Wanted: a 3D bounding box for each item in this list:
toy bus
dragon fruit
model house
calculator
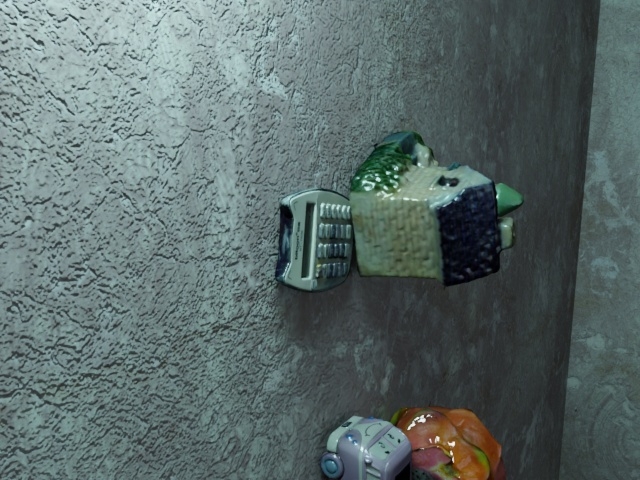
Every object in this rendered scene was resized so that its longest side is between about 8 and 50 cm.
[{"bbox_3d":[0.092,0.444,1.346,0.142,0.142,0.203,-18,109,-56],"label":"toy bus"},{"bbox_3d":[0.234,0.487,1.460,0.189,0.290,0.291,-25,115,-55],"label":"dragon fruit"},{"bbox_3d":[0.239,-0.060,1.370,0.298,0.284,0.243,-47,139,-51],"label":"model house"},{"bbox_3d":[0.000,0.000,1.228,0.268,0.040,0.177,3,92,-59],"label":"calculator"}]
